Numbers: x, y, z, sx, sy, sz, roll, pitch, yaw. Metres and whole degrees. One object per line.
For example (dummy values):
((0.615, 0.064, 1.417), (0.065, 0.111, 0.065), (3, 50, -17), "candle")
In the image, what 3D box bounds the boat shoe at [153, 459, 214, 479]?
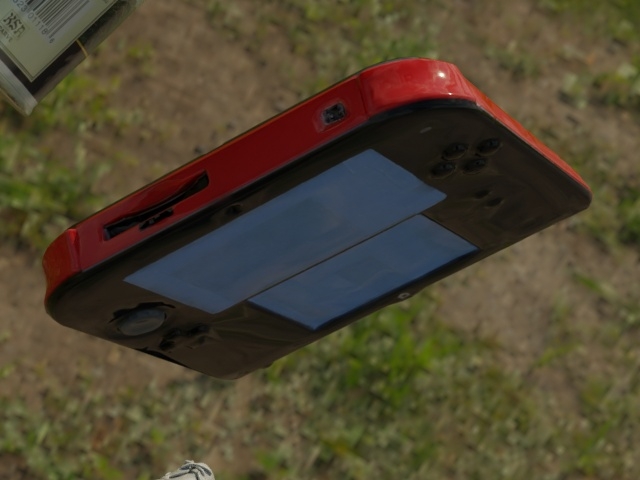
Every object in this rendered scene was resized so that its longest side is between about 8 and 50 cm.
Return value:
((-0.131, 0.249, 1.908), (0.066, 0.063, 0.184), (27, -9, 16), "boat shoe")

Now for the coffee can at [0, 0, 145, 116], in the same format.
((-0.187, -0.257, 1.408), (0.201, 0.275, 0.201), (45, -5, 6), "coffee can")

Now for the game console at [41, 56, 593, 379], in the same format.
((0.000, 0.000, 1.565), (0.342, 0.387, 0.060), (33, 36, -56), "game console")
